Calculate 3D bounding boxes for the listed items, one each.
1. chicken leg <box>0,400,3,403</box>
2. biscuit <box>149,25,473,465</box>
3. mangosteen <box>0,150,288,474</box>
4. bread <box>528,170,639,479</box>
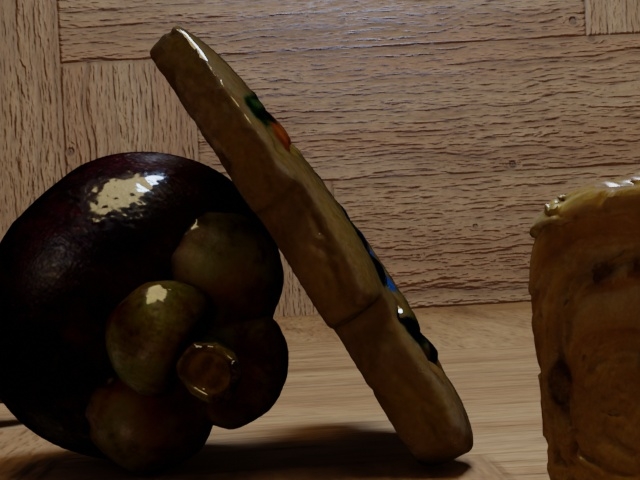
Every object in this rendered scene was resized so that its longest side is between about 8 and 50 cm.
[{"bbox_3d":[-0.359,0.082,1.054,0.410,0.182,0.295,1,-18,-14],"label":"chicken leg"},{"bbox_3d":[0.001,-0.001,0.773,0.043,0.301,0.278,-34,28,2],"label":"biscuit"},{"bbox_3d":[-0.097,0.045,0.784,0.194,0.194,0.230,-3,15,-41],"label":"mangosteen"},{"bbox_3d":[0.186,0.040,0.552,0.143,0.158,0.149,-1,3,-32],"label":"bread"}]
